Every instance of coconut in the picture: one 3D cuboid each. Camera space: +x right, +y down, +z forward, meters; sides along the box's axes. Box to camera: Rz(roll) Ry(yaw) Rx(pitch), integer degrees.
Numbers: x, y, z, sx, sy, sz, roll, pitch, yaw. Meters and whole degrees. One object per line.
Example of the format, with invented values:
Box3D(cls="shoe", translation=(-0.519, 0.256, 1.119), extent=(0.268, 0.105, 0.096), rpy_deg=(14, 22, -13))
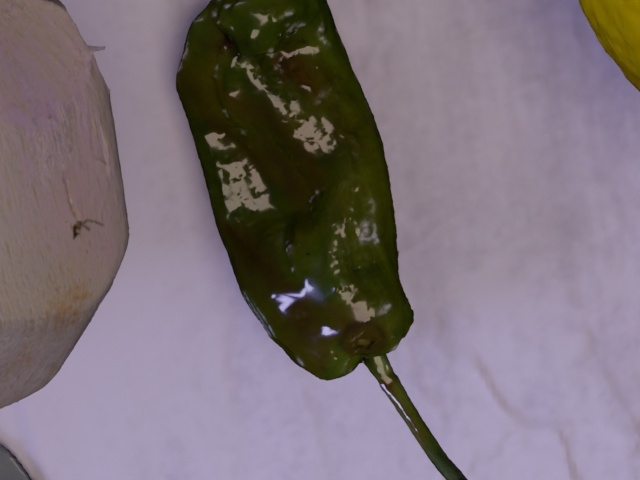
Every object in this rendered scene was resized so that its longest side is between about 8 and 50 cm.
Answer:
Box3D(cls="coconut", translation=(-0.145, -0.029, 0.553), extent=(0.161, 0.161, 0.162), rpy_deg=(-7, 107, -13))

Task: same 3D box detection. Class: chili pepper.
Box3D(cls="chili pepper", translation=(-0.002, 0.001, 0.646), extent=(0.072, 0.073, 0.204), rpy_deg=(-15, 100, 8))

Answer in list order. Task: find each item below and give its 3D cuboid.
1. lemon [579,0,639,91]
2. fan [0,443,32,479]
Box3D(cls="lemon", translation=(0.182, -0.128, 0.590), extent=(0.192, 0.192, 0.231), rpy_deg=(13, 101, -19))
Box3D(cls="fan", translation=(-0.137, 0.122, 0.681), extent=(0.175, 0.005, 0.113), rpy_deg=(-4, 108, -14))
